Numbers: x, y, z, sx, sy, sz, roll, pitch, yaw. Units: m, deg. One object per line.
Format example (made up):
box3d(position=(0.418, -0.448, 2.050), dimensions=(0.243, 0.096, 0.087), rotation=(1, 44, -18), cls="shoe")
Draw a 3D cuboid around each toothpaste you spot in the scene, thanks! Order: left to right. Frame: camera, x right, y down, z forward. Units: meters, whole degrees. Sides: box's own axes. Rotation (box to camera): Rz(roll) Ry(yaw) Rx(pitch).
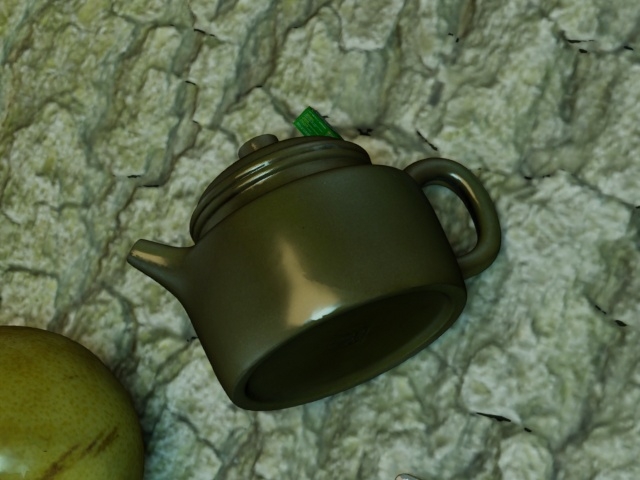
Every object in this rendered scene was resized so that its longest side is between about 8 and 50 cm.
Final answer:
box3d(position=(0.013, -0.069, 1.051), dimensions=(0.020, 0.017, 0.083), rotation=(-46, 67, 11), cls="toothpaste")

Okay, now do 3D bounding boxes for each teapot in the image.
box3d(position=(0.000, 0.000, 0.959), dimensions=(0.268, 0.185, 0.175), rotation=(-16, 69, -21), cls="teapot")

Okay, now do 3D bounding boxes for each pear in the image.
box3d(position=(-0.236, 0.159, 1.014), dimensions=(0.209, 0.209, 0.208), rotation=(-4, 78, 21), cls="pear")

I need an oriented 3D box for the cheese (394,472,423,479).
box3d(position=(0.133, 0.209, 0.937), dimensions=(0.192, 0.037, 0.097), rotation=(20, 86, 25), cls="cheese")
